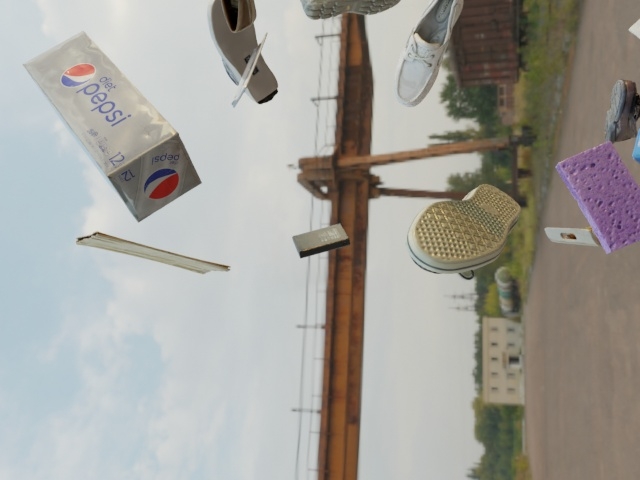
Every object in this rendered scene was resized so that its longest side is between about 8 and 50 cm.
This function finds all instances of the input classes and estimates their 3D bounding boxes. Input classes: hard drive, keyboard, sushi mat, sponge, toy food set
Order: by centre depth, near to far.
[{"bbox_3d":[0.577,-0.087,1.280,0.031,0.117,0.210,70,176,-74],"label":"sponge"},{"bbox_3d":[-0.372,0.032,1.438,0.316,0.151,0.019,17,-106,-32],"label":"sushi mat"},{"bbox_3d":[-0.172,-0.424,1.578,0.014,0.072,0.256,31,-136,-21],"label":"keyboard"},{"bbox_3d":[0.000,0.000,1.665,0.094,0.135,0.022,-116,14,-58],"label":"hard drive"},{"bbox_3d":[0.837,-0.050,1.841,0.220,0.306,0.092,-169,69,-77],"label":"toy food set"}]

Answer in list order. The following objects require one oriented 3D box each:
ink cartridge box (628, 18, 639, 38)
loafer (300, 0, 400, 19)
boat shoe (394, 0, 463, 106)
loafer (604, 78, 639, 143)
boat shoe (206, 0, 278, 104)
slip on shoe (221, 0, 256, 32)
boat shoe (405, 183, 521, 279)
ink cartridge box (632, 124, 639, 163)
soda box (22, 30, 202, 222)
[{"bbox_3d":[0.868,-0.455,1.249,0.091,0.385,0.308,38,-158,-38],"label":"ink cartridge box"},{"bbox_3d":[0.093,-0.725,1.871,0.112,0.319,0.111,130,125,-65],"label":"loafer"},{"bbox_3d":[0.233,-0.435,1.434,0.096,0.098,0.277,-45,-24,-71],"label":"boat shoe"},{"bbox_3d":[0.886,-0.374,1.845,0.302,0.095,0.109,49,-138,-66],"label":"loafer"},{"bbox_3d":[-0.242,-0.536,1.761,0.127,0.158,0.340,-37,-43,-13],"label":"boat shoe"},{"bbox_3d":[-0.123,-0.357,0.895,0.041,0.051,0.135,-53,-25,-31],"label":"slip on shoe"},{"bbox_3d":[0.325,-0.005,1.479,0.500,0.187,0.156,-27,-27,-56],"label":"boat shoe"},{"bbox_3d":[1.067,-0.316,1.659,0.166,0.395,0.285,20,-95,-41],"label":"ink cartridge box"},{"bbox_3d":[-0.271,-0.154,0.822,0.098,0.286,0.091,-36,-34,-15],"label":"soda box"}]
